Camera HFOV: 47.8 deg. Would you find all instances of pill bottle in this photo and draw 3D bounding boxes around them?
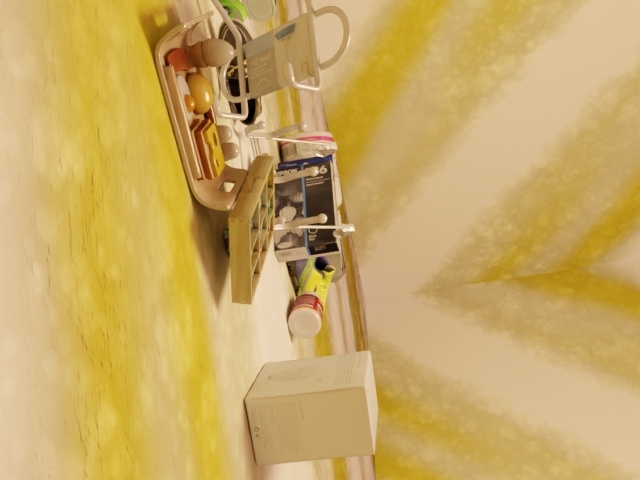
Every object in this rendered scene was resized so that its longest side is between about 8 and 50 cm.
[{"bbox_3d":[-0.035,0.189,1.893,0.152,0.086,0.086,-77,157,-71],"label":"pill bottle"},{"bbox_3d":[-0.023,-0.168,2.130,0.160,0.160,0.283,22,59,-82],"label":"pill bottle"}]

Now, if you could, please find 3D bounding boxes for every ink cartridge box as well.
[{"bbox_3d":[-0.041,-0.106,1.901,0.065,0.165,0.333,69,14,-55],"label":"ink cartridge box"}]

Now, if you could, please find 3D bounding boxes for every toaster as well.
[{"bbox_3d":[0.016,0.053,2.363,0.168,0.110,0.186,-29,110,-83],"label":"toaster"}]

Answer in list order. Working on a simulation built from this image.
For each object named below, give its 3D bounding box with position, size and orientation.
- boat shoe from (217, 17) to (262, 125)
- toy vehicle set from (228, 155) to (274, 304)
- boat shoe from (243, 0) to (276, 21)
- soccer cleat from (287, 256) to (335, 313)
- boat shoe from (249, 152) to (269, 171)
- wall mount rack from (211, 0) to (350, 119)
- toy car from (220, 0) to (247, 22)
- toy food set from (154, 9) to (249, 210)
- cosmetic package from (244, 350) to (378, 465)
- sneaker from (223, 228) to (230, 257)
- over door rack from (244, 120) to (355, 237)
[{"bbox_3d":[-0.167,-0.355,1.539,0.069,0.081,0.228,-96,176,-54],"label":"boat shoe"},{"bbox_3d":[-0.121,-0.027,1.315,0.267,0.035,0.166,-79,172,-60],"label":"toy vehicle set"},{"bbox_3d":[-0.172,-0.700,1.852,0.302,0.114,0.091,93,-6,-61],"label":"boat shoe"},{"bbox_3d":[-0.011,0.119,2.024,0.093,0.121,0.289,-92,170,-47],"label":"soccer cleat"},{"bbox_3d":[-0.136,-0.145,1.649,0.137,0.049,0.043,-84,151,-43],"label":"boat shoe"},{"bbox_3d":[-0.118,-0.400,1.353,0.130,0.350,0.304,-1,82,-49],"label":"wall mount rack"},{"bbox_3d":[-0.205,-0.561,1.609,0.239,0.053,0.225,-89,168,-52],"label":"toy car"},{"bbox_3d":[-0.181,-0.224,1.231,0.220,0.092,0.306,-82,161,-67],"label":"toy food set"},{"bbox_3d":[-0.007,0.321,1.405,0.224,0.224,0.138,-51,132,-80],"label":"cosmetic package"},{"bbox_3d":[-0.157,0.014,1.368,0.098,0.038,0.069,7,76,-74],"label":"sneaker"},{"bbox_3d":[-0.026,-0.140,1.662,0.324,0.108,0.240,4,71,-55],"label":"over door rack"}]
